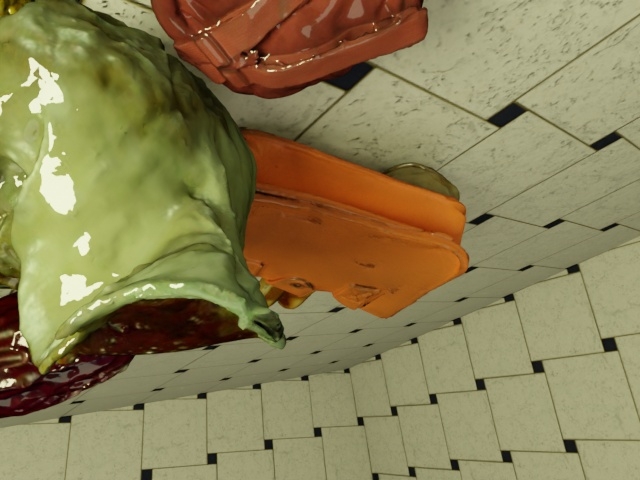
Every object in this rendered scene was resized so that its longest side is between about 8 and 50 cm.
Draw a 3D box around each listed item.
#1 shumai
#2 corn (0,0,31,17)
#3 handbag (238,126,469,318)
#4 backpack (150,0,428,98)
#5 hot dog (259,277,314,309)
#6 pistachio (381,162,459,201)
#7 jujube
[{"bbox_3d":[-0.126,-0.011,0.455,0.291,0.289,0.330,-66,166,10],"label":"shumai"},{"bbox_3d":[-0.271,-0.138,0.485,0.091,0.091,0.260,-43,165,-18],"label":"corn"},{"bbox_3d":[0.000,0.000,0.800,0.410,0.116,0.303,16,147,-16],"label":"handbag"},{"bbox_3d":[-0.029,-0.207,0.406,0.229,0.138,0.229,-15,157,-6],"label":"backpack"},{"bbox_3d":[-0.053,0.065,1.114,0.135,0.100,0.337,6,150,-25],"label":"hot dog"},{"bbox_3d":[0.147,-0.069,0.880,0.185,0.124,0.124,-18,159,26],"label":"pistachio"},{"bbox_3d":[-0.530,0.197,0.938,0.377,0.258,0.258,-27,158,-3],"label":"jujube"}]
